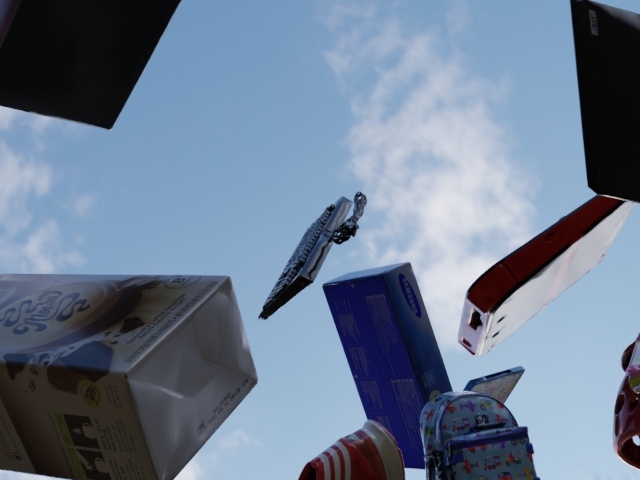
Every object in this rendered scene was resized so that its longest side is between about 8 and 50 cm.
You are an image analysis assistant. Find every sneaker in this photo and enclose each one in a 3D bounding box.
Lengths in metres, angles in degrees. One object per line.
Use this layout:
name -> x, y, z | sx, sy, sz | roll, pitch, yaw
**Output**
sneaker -> 0.031, 0.306, 0.976 | 0.128, 0.087, 0.221 | -20, -76, -24

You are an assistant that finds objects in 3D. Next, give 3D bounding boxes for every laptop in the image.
laptop -> 0.358, -0.104, 1.019 | 0.137, 0.234, 0.264 | -5, -25, 17

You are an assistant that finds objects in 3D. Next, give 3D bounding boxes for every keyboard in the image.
keyboard -> 0.000, 0.000, 1.497 | 0.201, 0.317, 0.033 | -40, -79, 26

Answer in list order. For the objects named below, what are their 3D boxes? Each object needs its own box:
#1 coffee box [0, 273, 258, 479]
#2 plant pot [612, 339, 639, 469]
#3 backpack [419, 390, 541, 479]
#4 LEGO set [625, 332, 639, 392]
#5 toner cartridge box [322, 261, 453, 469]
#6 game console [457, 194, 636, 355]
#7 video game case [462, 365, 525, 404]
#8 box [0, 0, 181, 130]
coffee box -> -0.232, 0.116, 0.844 | 0.297, 0.168, 0.118 | -1, -65, 27
plant pot -> 0.538, 0.243, 1.396 | 0.191, 0.174, 0.191 | 10, -35, 7
backpack -> 0.228, 0.298, 1.358 | 0.158, 0.173, 0.117 | 0, -22, -16
LEGO set -> 0.327, 0.104, 0.737 | 0.107, 0.132, 0.287 | -26, -14, 33
toner cartridge box -> 0.131, 0.218, 1.606 | 0.075, 0.165, 0.347 | -22, -84, -40
game console -> 0.386, 0.050, 1.607 | 0.342, 0.060, 0.386 | -38, -19, -9
video game case -> 0.304, 0.294, 1.739 | 0.166, 0.015, 0.119 | -5, -50, -44
box -> -0.299, -0.346, 1.110 | 0.183, 0.294, 0.296 | 9, -51, -39
